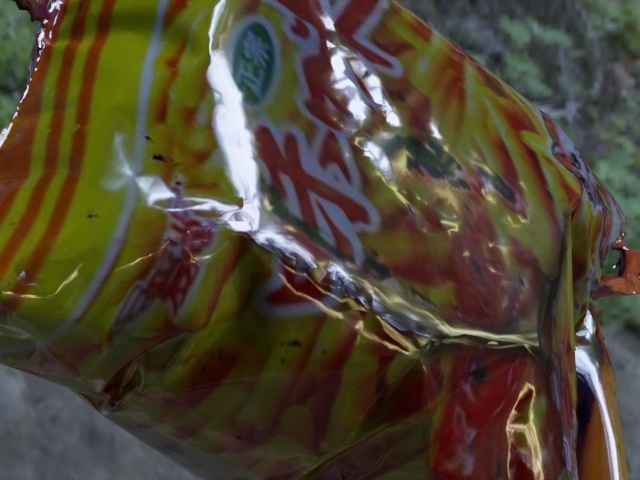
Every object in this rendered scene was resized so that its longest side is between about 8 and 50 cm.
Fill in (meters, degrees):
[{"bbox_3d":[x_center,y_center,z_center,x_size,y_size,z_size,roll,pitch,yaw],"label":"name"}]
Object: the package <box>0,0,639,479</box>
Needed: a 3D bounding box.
[{"bbox_3d":[-0.002,0.004,0.572,0.108,0.288,0.223,-37,27,39],"label":"package"}]
